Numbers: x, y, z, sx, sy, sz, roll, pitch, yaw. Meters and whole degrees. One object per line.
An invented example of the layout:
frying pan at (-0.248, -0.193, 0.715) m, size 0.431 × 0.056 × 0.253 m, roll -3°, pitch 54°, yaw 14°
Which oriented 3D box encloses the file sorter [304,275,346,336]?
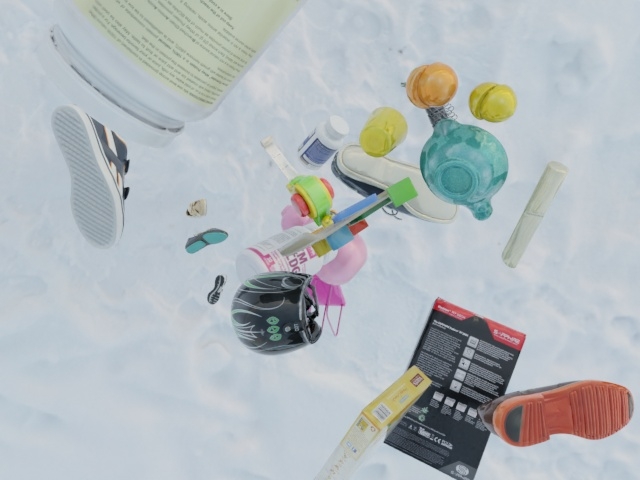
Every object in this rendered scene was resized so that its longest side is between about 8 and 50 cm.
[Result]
file sorter at (-0.073, 0.258, 2.025) m, size 0.290 × 0.182 × 0.202 m, roll 0°, pitch 141°, yaw 17°

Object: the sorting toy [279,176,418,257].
sorting toy at (0.041, -0.020, 0.870) m, size 0.196 × 0.347 × 0.047 m, roll -28°, pitch 90°, yaw -21°

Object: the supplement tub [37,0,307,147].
supplement tub at (-0.176, -0.303, 0.660) m, size 0.235 × 0.235 × 0.325 m, roll 37°, pitch 108°, yaw -28°

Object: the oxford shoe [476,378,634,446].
oxford shoe at (0.394, 0.276, 0.873) m, size 0.271 × 0.098 × 0.097 m, roll 1°, pitch 86°, yaw -14°

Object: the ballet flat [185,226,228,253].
ballet flat at (-0.428, -0.014, 1.961) m, size 0.203 × 0.074 × 0.074 m, roll -23°, pitch 123°, yaw 26°

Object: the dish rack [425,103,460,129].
dish rack at (0.454, -0.424, 1.875) m, size 0.074 × 0.271 × 0.208 m, roll -31°, pitch 127°, yaw 7°

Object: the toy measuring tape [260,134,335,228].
toy measuring tape at (-0.057, -0.169, 1.419) m, size 0.121 × 0.121 × 0.330 m, roll -36°, pitch 82°, yaw 2°

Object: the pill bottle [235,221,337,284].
pill bottle at (-0.094, 0.052, 1.539) m, size 0.283 × 0.160 × 0.160 m, roll -28°, pitch 124°, yaw -36°

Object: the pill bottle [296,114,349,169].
pill bottle at (0.006, -0.208, 1.104) m, size 0.067 × 0.067 × 0.120 m, roll 24°, pitch 139°, yaw -25°

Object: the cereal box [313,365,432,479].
cereal box at (0.084, 0.340, 0.907) m, size 0.173 × 0.047 × 0.240 m, roll -21°, pitch 145°, yaw -50°

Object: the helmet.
helmet at (-0.089, 0.135, 0.974) m, size 0.161 × 0.169 × 0.169 m, roll -5°, pitch 120°, yaw 17°

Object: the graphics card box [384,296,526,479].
graphics card box at (0.313, 0.353, 1.248) m, size 0.232 × 0.094 × 0.371 m, roll 23°, pitch 77°, yaw 9°

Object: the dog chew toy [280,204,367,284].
dog chew toy at (0.000, 0.000, 1.795) m, size 0.332 × 0.206 × 0.207 m, roll 40°, pitch 100°, yaw 1°

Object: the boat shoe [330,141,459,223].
boat shoe at (0.137, -0.097, 0.979) m, size 0.254 × 0.079 × 0.095 m, roll 21°, pitch 74°, yaw -8°

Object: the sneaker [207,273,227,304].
sneaker at (-0.321, 0.154, 1.642) m, size 0.040 × 0.044 × 0.109 m, roll 29°, pitch 103°, yaw 5°

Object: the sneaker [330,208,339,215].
sneaker at (0.074, -0.021, 2.081) m, size 0.084 × 0.083 × 0.215 m, roll -39°, pitch 86°, yaw 30°

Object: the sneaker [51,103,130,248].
sneaker at (-0.490, -0.147, 1.173) m, size 0.126 × 0.127 × 0.321 m, roll 0°, pitch 109°, yaw 15°

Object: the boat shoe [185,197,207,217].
boat shoe at (-0.457, -0.113, 1.910) m, size 0.059 × 0.170 × 0.063 m, roll -3°, pitch 79°, yaw -25°

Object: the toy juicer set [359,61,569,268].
toy juicer set at (0.233, -0.130, 0.769) m, size 0.329 × 0.089 × 0.209 m, roll 39°, pitch 133°, yaw -1°
